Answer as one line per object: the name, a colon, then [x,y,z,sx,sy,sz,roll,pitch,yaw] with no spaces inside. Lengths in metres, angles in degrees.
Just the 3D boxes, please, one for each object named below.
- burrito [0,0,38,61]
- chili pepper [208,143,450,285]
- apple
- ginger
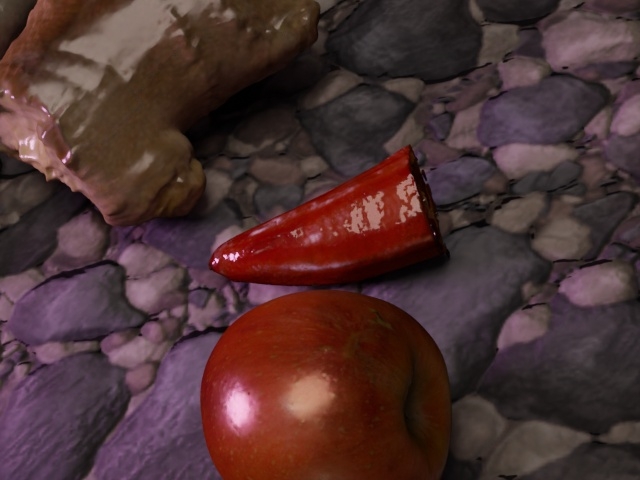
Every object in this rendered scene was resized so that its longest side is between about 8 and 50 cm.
burrito: [-0.249,-0.264,1.342,0.175,0.107,0.348,3,54,39]
chili pepper: [-0.001,-0.004,1.104,0.168,0.065,0.088,-17,51,10]
apple: [0.003,0.107,0.963,0.139,0.163,0.163,-6,54,26]
ginger: [-0.127,-0.125,1.191,0.275,0.130,0.221,-20,63,2]
